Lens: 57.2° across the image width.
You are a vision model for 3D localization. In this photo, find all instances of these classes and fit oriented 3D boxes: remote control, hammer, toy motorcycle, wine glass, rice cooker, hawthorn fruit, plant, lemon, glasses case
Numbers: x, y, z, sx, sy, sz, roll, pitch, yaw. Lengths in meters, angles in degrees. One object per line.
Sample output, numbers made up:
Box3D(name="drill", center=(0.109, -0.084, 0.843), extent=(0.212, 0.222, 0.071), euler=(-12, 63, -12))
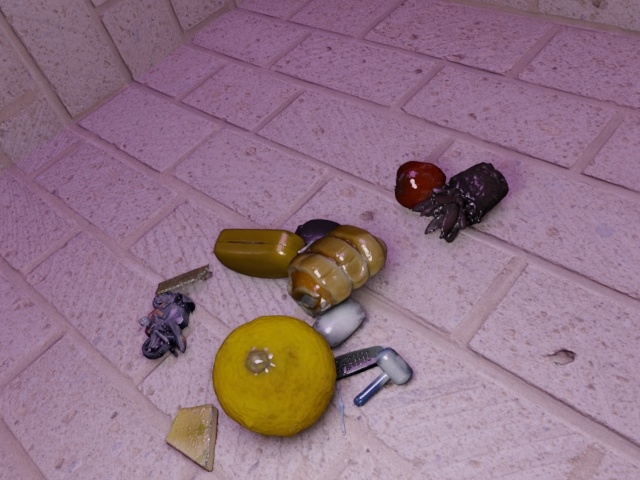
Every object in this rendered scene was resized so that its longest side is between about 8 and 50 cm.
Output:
Box3D(name="remote control", center=(0.094, 0.379, 1.794), extent=(0.221, 0.042, 0.072), euler=(-19, 46, 2))
Box3D(name="hammer", center=(0.170, 0.411, 1.719), extent=(0.194, 0.069, 0.116), euler=(-43, 80, -5))
Box3D(name="toy motorcycle", center=(-0.521, 0.278, 2.028), extent=(0.173, 0.108, 0.307), euler=(-14, 41, 6))
Box3D(name="wine glass", center=(0.043, 0.275, 1.855), extent=(0.204, 0.111, 0.111), euler=(-40, 50, -13))
Box3D(name="rice cooker", center=(-0.001, 0.000, 2.110), extent=(0.202, 0.118, 0.142), euler=(5, 52, 20))
Box3D(name="hawthorn fruit", center=(0.371, -0.201, 2.150), extent=(0.202, 0.185, 0.185), euler=(2, 47, -5))
Box3D(name="plant", center=(0.483, -0.131, 2.015), extent=(0.320, 0.194, 0.182), euler=(-37, 72, -11))
Box3D(name="lemon", center=(-0.129, 0.374, 1.648), extent=(0.349, 0.387, 0.350), euler=(-1, 65, 3))
Box3D(name="glasses case", center=(-0.213, 0.052, 2.069), extent=(0.371, 0.173, 0.141), euler=(2, 66, 39))

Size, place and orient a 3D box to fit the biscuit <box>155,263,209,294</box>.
Box3D(name="biscuit", center=(-0.509, 0.145, 2.163), extent=(0.203, 0.016, 0.144), euler=(-20, 16, -2))

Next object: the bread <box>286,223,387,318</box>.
Box3D(name="bread", center=(0.052, 0.074, 1.896), extent=(0.341, 0.300, 0.210), euler=(-36, 90, -13))

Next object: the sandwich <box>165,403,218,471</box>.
Box3D(name="sandwich", center=(-0.392, 0.592, 1.745), extent=(0.162, 0.058, 0.193), euler=(-12, 49, 9))

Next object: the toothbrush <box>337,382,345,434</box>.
Box3D(name="toothbrush", center=(0.060, 0.491, 1.720), extent=(0.014, 0.017, 0.162), euler=(-13, 46, 9))
